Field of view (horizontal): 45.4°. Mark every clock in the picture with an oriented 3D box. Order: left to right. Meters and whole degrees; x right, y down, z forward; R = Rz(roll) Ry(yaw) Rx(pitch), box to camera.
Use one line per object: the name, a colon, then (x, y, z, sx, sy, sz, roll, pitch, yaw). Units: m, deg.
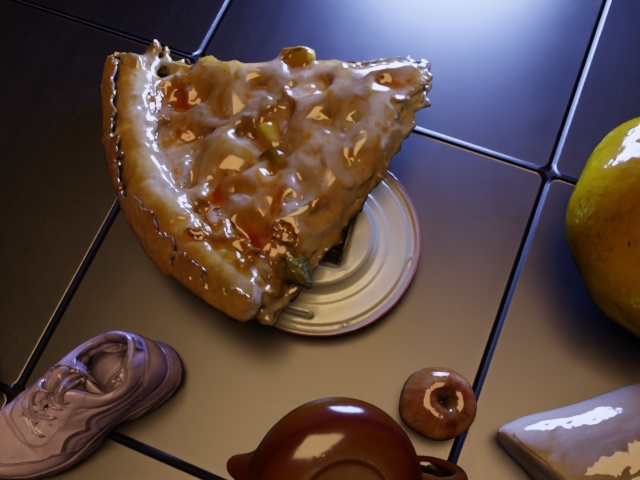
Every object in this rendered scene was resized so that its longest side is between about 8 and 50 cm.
clock: (0.000, 0.000, 0.926, 0.245, 0.056, 0.244, -1, 67, 2)

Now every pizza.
pizza: (-0.096, -0.083, 0.904, 0.435, 0.080, 0.391, 1, 61, 14)

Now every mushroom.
mushroom: (0.402, 0.204, 0.785, 0.408, 0.137, 0.154, -18, 56, 3)

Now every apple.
apple: (0.128, 0.179, 0.841, 0.084, 0.071, 0.084, 1, 74, -3)

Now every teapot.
teapot: (0.030, 0.243, 0.799, 0.252, 0.135, 0.178, 3, 102, -15)

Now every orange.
orange: (0.407, -0.017, 0.814, 0.279, 0.235, 0.279, 1, 69, -2)

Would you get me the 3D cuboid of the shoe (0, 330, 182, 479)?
shoe: (-0.274, 0.175, 0.827, 0.245, 0.137, 0.095, -29, 65, -8)
